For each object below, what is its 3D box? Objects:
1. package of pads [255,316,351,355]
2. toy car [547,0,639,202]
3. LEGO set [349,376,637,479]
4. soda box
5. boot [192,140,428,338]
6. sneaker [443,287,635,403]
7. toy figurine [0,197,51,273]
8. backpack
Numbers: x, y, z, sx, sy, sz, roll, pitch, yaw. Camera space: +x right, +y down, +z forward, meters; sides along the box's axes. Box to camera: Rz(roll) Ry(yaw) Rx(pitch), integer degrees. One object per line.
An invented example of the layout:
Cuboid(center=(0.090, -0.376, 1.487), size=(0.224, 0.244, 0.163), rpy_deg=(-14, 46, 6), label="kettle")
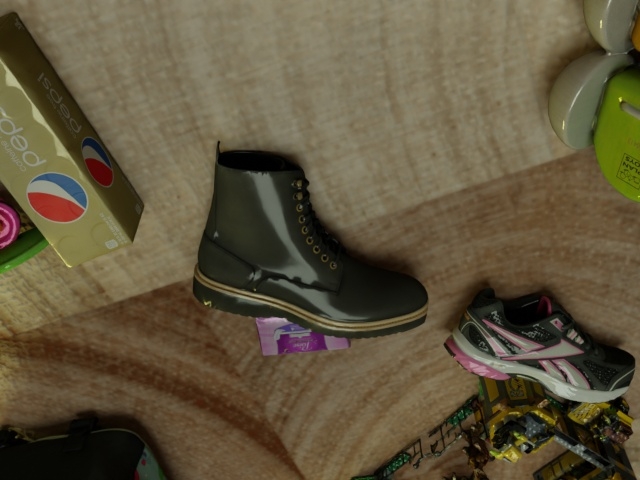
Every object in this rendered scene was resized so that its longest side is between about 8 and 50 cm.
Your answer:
Cuboid(center=(-0.014, 0.076, 0.704), size=(0.083, 0.032, 0.050), rpy_deg=(-6, 123, 3), label="package of pads")
Cuboid(center=(0.258, -0.111, 0.527), size=(0.136, 0.159, 0.182), rpy_deg=(-17, 133, -34), label="toy car")
Cuboid(center=(0.177, 0.299, 0.765), size=(0.331, 0.192, 0.255), rpy_deg=(-39, 117, 23), label="LEGO set")
Cuboid(center=(-0.207, -0.070, 0.584), size=(0.061, 0.058, 0.181), rpy_deg=(-20, 124, 13), label="soda box")
Cuboid(center=(0.000, 0.000, 0.631), size=(0.198, 0.077, 0.137), rpy_deg=(6, 120, -6), label="boot")
Cuboid(center=(0.206, 0.090, 0.698), size=(0.178, 0.072, 0.077), rpy_deg=(11, 114, -15), label="sneaker")
Cuboid(center=(-0.316, -0.030, 0.592), size=(0.173, 0.130, 0.159), rpy_deg=(-29, 113, -7), label="toy figurine")
Cuboid(center=(-0.247, 0.332, 0.796), size=(0.225, 0.191, 0.253), rpy_deg=(-12, 129, 6), label="backpack")
